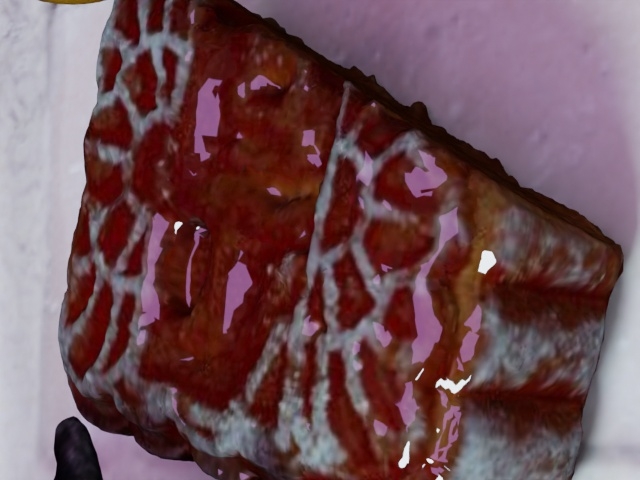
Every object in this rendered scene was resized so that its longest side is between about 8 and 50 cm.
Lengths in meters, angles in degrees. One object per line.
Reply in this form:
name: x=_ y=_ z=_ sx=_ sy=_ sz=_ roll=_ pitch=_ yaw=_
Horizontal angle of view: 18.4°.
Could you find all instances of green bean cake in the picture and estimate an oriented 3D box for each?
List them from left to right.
green bean cake: x=0.000 y=0.000 z=0.751 sx=0.232 sy=0.097 sz=0.198 roll=18 pitch=97 yaw=43

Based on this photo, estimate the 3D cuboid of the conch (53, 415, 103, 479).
conch: x=-0.083 y=0.216 z=0.756 sx=0.240 sy=0.186 sz=0.313 roll=46 pitch=123 yaw=6

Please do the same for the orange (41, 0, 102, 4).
orange: x=-0.104 y=-0.179 z=0.841 sx=0.134 sy=0.156 sz=0.156 roll=-101 pitch=31 yaw=-77
